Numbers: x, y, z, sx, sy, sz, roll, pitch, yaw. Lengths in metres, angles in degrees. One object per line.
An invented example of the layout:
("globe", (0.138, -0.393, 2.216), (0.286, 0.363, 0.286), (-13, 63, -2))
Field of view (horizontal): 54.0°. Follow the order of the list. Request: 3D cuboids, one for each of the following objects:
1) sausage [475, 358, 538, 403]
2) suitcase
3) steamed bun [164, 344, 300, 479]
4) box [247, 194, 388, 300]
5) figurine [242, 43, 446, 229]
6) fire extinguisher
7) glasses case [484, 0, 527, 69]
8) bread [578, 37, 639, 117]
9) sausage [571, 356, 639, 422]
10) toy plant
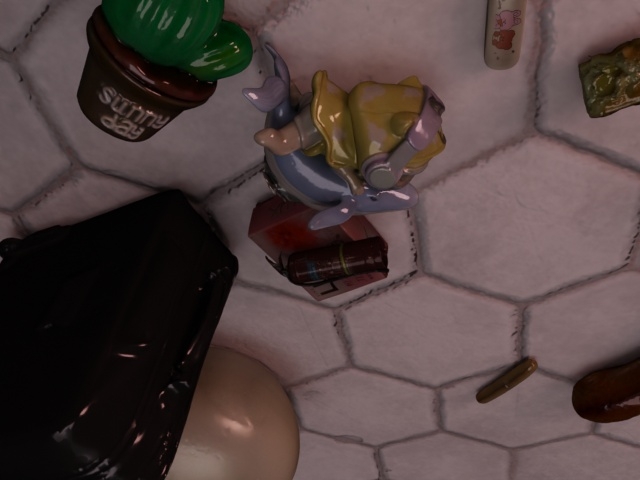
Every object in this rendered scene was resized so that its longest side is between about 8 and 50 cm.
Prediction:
("sausage", (0.286, 0.218, 0.966), (0.024, 0.024, 0.132), (22, 136, -15))
("suitcase", (-0.267, 0.118, 0.706), (0.339, 0.345, 0.188), (-17, 127, 25))
("steamed bun", (-0.194, 0.324, 0.973), (0.324, 0.206, 0.324), (-1, 122, -2))
("box", (0.000, 0.000, 0.749), (0.111, 0.060, 0.156), (-22, 129, 30))
("figurine", (0.020, -0.098, 0.595), (0.183, 0.128, 0.208), (-33, 119, 33))
("fire extinguisher", (0.008, 0.025, 0.705), (0.132, 0.039, 0.056), (-12, 125, 17))
("glasses case", (0.161, -0.188, 0.550), (0.032, 0.021, 0.083), (1, 137, 10))
("bread", (0.284, -0.149, 0.548), (0.110, 0.060, 0.066), (-17, 147, 25))
("sausage", (0.470, 0.169, 0.850), (0.102, 0.076, 0.302), (25, 134, -7))
("toy plant", (-0.131, -0.176, 0.551), (0.142, 0.105, 0.200), (26, 123, -33))
